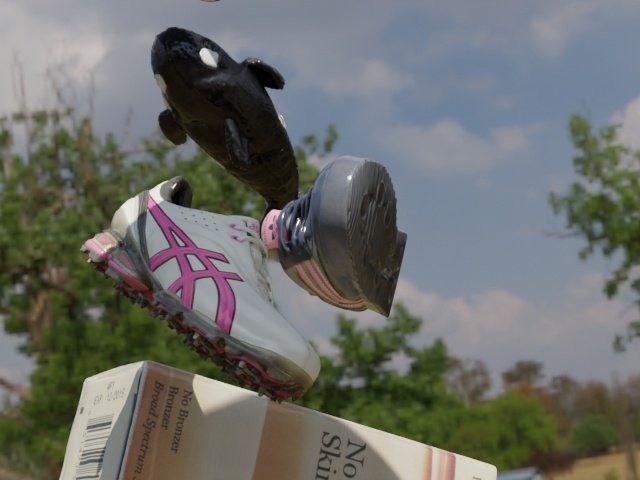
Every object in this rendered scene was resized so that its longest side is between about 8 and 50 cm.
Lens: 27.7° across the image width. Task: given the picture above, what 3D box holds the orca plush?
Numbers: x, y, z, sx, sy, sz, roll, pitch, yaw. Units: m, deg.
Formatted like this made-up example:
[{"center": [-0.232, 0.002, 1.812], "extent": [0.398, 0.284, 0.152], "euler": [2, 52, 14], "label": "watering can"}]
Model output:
[{"center": [-0.101, -0.098, 1.434], "extent": [0.151, 0.102, 0.287], "euler": [-11, -50, 7], "label": "orca plush"}]

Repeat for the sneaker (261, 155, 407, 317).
[{"center": [0.000, 0.000, 1.167], "extent": [0.131, 0.112, 0.319], "euler": [13, -15, 11], "label": "sneaker"}]

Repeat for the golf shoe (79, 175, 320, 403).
[{"center": [-0.059, 0.021, 0.743], "extent": [0.086, 0.186, 0.067], "euler": [-47, -38, -10], "label": "golf shoe"}]

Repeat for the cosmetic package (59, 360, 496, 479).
[{"center": [-0.033, 0.201, 0.942], "extent": [0.296, 0.153, 0.129], "euler": [19, -20, -26], "label": "cosmetic package"}]
